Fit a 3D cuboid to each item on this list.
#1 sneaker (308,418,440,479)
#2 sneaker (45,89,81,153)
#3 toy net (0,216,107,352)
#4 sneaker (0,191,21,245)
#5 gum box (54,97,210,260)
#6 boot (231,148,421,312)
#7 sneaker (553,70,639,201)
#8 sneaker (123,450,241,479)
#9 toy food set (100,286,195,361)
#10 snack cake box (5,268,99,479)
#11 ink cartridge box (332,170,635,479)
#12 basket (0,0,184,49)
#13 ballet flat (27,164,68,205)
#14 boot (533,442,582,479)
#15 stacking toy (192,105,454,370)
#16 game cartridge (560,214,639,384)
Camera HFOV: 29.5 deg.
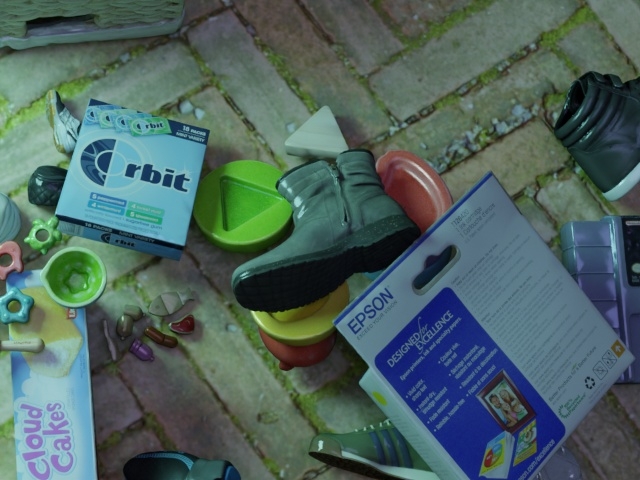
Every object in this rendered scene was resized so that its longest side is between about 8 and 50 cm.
[{"bbox_3d":[0.084,0.253,1.521,0.192,0.064,0.086,17,67,-8],"label":"sneaker"},{"bbox_3d":[-0.324,-0.151,1.539,0.037,0.032,0.083,-13,86,-28],"label":"sneaker"},{"bbox_3d":[-0.345,0.079,1.316,0.232,0.045,0.122,-43,87,-14],"label":"toy net"},{"bbox_3d":[-0.451,0.020,1.426,0.090,0.115,0.232,39,73,-2],"label":"sneaker"},{"bbox_3d":[-0.229,-0.076,1.494,0.157,0.041,0.184,14,55,-9],"label":"gum box"},{"bbox_3d":[-0.017,-0.016,1.454,0.247,0.083,0.161,-20,52,-19],"label":"boot"},{"bbox_3d":[0.437,-0.209,1.669,0.147,0.104,0.295,41,77,-6],"label":"sneaker"},{"bbox_3d":[-0.194,0.414,1.414,0.140,0.125,0.340,10,77,19],"label":"sneaker"},{"bbox_3d":[-0.209,0.110,1.511,0.122,0.019,0.077,-15,82,-22],"label":"toy food set"},{"bbox_3d":[-0.307,0.174,1.405,0.089,0.152,0.264,-4,78,-12],"label":"snack cake box"},{"bbox_3d":[0.196,0.125,1.470,0.303,0.072,0.307,-42,95,-27],"label":"ink cartridge box"},{"bbox_3d":[-0.332,-0.431,1.475,0.328,0.266,0.331,-7,81,-14],"label":"basket"},{"bbox_3d":[-0.280,-0.052,1.523,0.173,0.049,0.057,15,33,-10],"label":"ballet flat"},{"bbox_3d":[0.251,0.266,1.546,0.123,0.095,0.258,-19,88,-24],"label":"boot"},{"bbox_3d":[0.000,0.000,1.559,0.309,0.130,0.279,-34,61,-19],"label":"stacking toy"},{"bbox_3d":[0.506,0.079,1.649,0.355,0.068,0.230,0,82,-12],"label":"game cartridge"}]
